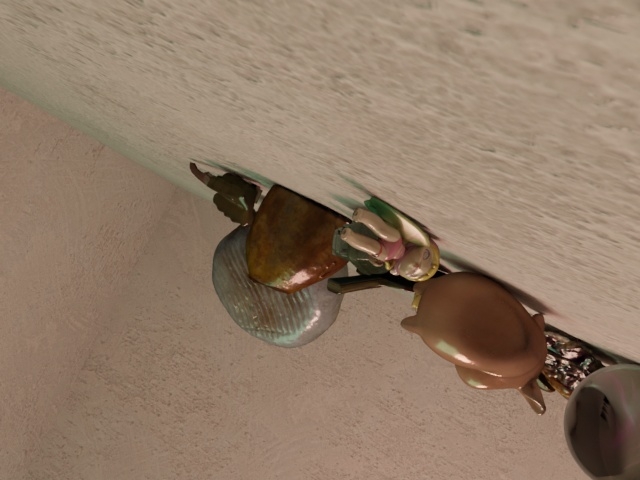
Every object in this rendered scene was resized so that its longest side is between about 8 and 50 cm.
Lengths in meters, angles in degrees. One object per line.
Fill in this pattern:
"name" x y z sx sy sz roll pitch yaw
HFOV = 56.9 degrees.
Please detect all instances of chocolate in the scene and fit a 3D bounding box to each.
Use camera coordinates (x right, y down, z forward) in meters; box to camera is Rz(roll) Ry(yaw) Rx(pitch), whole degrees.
"chocolate" 0.477 0.294 1.267 0.064 0.031 0.101 43 -153 6

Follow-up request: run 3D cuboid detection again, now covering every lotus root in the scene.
"lotus root" -0.040 0.018 1.080 0.199 0.179 0.188 27 173 12

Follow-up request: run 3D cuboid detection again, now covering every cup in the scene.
"cup" 0.620 0.368 1.071 0.318 0.212 0.212 27 177 -35

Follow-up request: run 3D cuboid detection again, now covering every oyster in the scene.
"oyster" 0.492 0.249 1.204 0.271 0.100 0.275 41 -176 11

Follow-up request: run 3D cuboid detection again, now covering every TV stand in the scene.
"TV stand" -0.185 -0.113 1.329 0.042 0.036 0.249 30 175 -29

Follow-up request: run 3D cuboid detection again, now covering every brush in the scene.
"brush" -0.222 -0.116 1.259 0.071 0.084 0.301 -15 -150 -30

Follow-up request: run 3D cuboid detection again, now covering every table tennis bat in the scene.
"table tennis bat" 0.118 0.065 1.020 0.274 0.021 0.154 -4 -164 -44

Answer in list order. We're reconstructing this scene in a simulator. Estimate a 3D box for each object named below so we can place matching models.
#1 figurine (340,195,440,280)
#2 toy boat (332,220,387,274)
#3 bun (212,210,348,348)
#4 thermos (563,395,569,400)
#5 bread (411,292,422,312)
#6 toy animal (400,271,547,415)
"figurine" 0.089 0.001 0.735 0.187 0.083 0.083 21 -178 -45
"toy boat" 0.070 0.012 0.912 0.085 0.078 0.260 6 175 12
"bun" -0.095 0.086 1.470 0.362 0.361 0.211 26 -151 17
"thermos" 0.592 0.310 1.442 0.193 0.105 0.137 35 -157 -42
"bread" 0.255 0.140 1.423 0.109 0.084 0.080 27 175 -17
"toy animal" 0.256 0.143 0.912 0.250 0.166 0.154 33 162 -30
